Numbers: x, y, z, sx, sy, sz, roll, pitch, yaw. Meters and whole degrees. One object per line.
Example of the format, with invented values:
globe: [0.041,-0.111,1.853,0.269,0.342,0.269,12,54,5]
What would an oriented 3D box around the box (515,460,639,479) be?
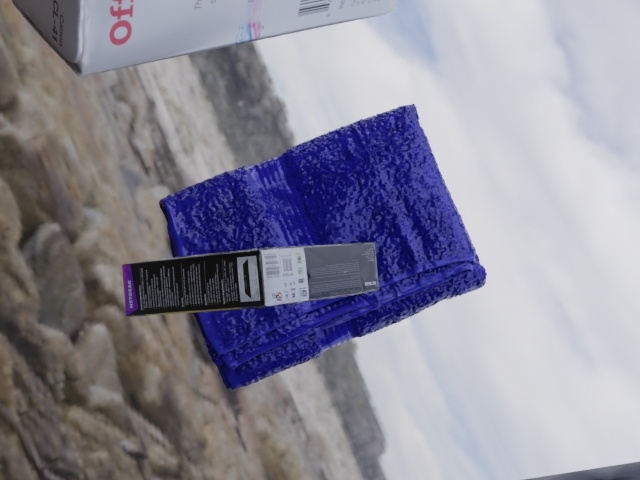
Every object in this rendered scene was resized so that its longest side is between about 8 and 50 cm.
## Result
box: [0.190,0.380,1.063,0.097,0.318,0.395,-109,-163,-54]

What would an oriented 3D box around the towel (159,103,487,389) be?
towel: [0.000,0.000,1.247,0.076,0.308,0.227,87,-19,-77]

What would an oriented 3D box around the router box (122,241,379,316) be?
router box: [-0.052,0.030,0.950,0.179,0.133,0.046,-3,88,-59]

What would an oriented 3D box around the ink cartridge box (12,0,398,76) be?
ink cartridge box: [-0.074,-0.276,0.907,0.131,0.306,0.226,45,-42,37]
